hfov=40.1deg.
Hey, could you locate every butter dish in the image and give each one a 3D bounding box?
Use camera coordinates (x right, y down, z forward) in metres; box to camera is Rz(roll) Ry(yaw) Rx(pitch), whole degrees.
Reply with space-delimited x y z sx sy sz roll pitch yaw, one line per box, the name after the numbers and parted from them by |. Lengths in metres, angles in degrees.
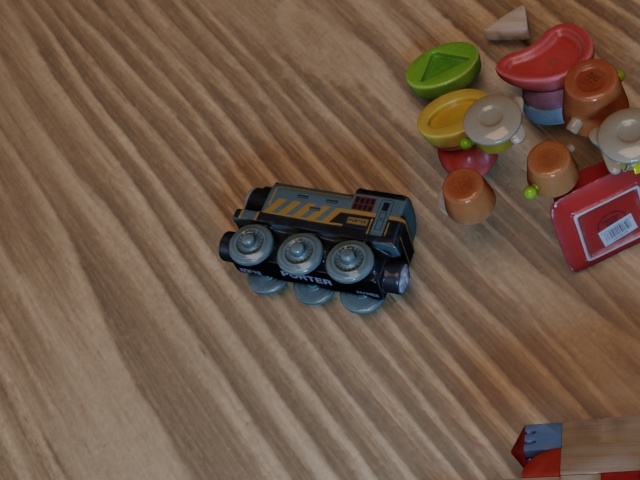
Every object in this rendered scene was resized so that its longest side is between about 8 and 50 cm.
0.413 -0.058 1.318 0.160 0.160 0.118 -27 39 5 | butter dish

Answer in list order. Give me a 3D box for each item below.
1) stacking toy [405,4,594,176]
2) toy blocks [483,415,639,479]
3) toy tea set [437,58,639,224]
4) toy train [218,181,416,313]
0.301 -0.243 1.472 0.309 0.130 0.279 -26 36 4 | stacking toy
0.303 0.344 1.026 0.261 0.190 0.381 -10 29 23 | toy blocks
0.326 -0.130 1.287 0.336 0.124 0.200 -18 59 13 | toy tea set
0.000 0.000 1.437 0.334 0.142 0.190 10 60 24 | toy train
